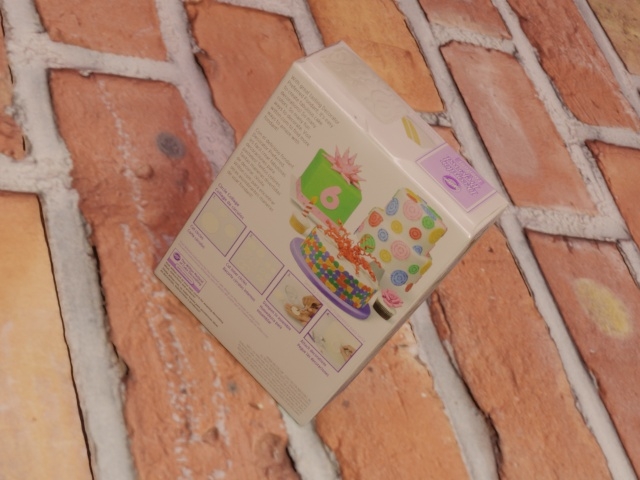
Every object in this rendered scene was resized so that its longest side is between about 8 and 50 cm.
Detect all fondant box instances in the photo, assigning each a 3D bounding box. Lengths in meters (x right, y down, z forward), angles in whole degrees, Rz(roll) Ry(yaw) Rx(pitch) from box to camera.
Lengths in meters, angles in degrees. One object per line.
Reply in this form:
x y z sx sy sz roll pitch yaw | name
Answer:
0.000 0.000 1.353 0.238 0.330 0.096 45 40 9 | fondant box
